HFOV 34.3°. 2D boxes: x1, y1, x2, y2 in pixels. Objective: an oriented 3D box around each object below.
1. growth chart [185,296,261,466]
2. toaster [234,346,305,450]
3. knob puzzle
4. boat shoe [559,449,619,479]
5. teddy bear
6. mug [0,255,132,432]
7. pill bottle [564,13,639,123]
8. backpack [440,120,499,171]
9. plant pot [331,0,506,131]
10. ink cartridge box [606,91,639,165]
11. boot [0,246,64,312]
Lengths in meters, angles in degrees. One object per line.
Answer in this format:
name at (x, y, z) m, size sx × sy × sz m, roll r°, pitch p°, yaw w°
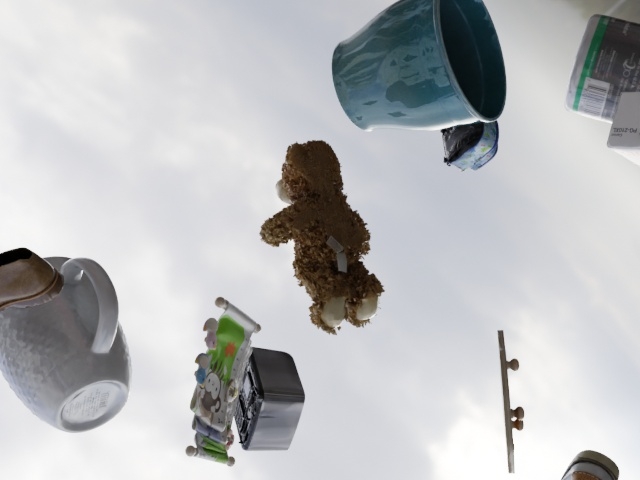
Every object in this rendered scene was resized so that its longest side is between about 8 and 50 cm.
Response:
growth chart at (-0.142, 0.206, 1.497) m, size 0.021 × 0.237 × 0.172 m, roll 8°, pitch 171°, yaw 22°
toaster at (-0.115, 0.339, 2.178) m, size 0.110 × 0.168 × 0.186 m, roll 6°, pitch -150°, yaw -19°
knob puzzle at (0.272, 0.242, 1.463) m, size 0.213 × 0.030 × 0.213 m, roll -4°, pitch -90°, yaw -81°
boat shoe at (0.408, 0.480, 1.733) m, size 0.113 × 0.302 × 0.103 m, roll 22°, pitch -138°, yaw 20°
teddy bear at (0.000, 0.000, 1.782) m, size 0.245 × 0.113 × 0.338 m, roll -31°, pitch -85°, yaw -43°
mug at (-0.538, 0.206, 2.238) m, size 0.276 × 0.374 × 0.328 m, roll 0°, pitch -140°, yaw -42°
pill bottle at (0.683, -0.308, 2.049) m, size 0.361 × 0.204 × 0.204 m, roll 18°, pitch -172°, yaw 14°
backpack at (0.312, -0.204, 2.103) m, size 0.084 × 0.114 × 0.105 m, roll 20°, pitch -129°, yaw -30°
plant pot at (0.169, -0.319, 1.911) m, size 0.271 × 0.255 × 0.272 m, roll 28°, pitch -124°, yaw -51°
ink cartridge box at (0.600, -0.152, 1.654) m, size 0.237 × 0.100 × 0.172 m, roll 21°, pitch 173°, yaw -38°
boot at (-0.662, 0.089, 2.045) m, size 0.112 × 0.305 × 0.115 m, roll -90°, pitch -25°, yaw -45°
